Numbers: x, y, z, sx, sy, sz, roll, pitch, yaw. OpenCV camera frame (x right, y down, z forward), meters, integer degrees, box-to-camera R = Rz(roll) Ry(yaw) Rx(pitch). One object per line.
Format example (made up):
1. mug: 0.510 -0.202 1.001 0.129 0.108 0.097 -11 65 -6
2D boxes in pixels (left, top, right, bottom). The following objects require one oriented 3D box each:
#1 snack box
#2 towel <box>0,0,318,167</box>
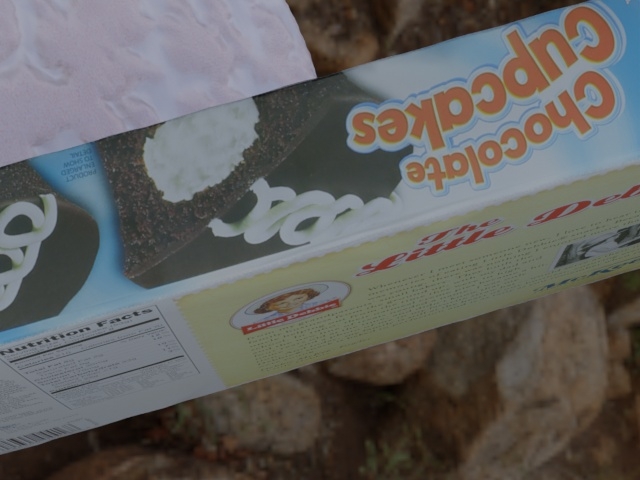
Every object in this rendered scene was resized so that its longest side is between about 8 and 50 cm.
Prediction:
1. snack box: 0.000 0.000 0.501 0.187 0.322 0.060 85 -12 -75
2. towel: -0.170 -0.150 0.598 0.332 0.053 0.317 -17 77 -47
